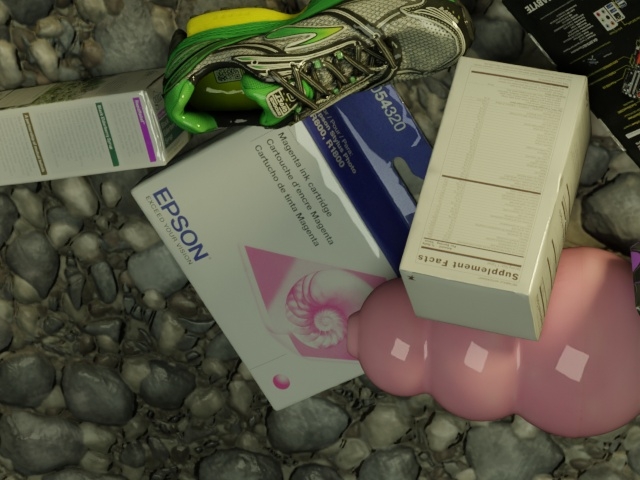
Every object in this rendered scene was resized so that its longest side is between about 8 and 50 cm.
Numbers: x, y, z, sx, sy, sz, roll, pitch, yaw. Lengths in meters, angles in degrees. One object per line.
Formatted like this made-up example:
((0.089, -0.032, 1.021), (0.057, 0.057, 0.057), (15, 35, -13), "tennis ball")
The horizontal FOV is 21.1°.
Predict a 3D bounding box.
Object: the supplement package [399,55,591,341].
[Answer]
((0.181, -0.042, 1.745), (0.139, 0.244, 0.134), (12, 159, 16), "supplement package")

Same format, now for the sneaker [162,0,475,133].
((-0.003, -0.176, 1.792), (0.343, 0.146, 0.134), (-13, 129, 18), "sneaker")

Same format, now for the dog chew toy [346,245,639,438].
((0.194, 0.106, 1.854), (0.332, 0.206, 0.206), (2, 115, 6), "dog chew toy")

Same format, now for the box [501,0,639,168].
((0.356, -0.211, 1.661), (0.257, 0.079, 0.322), (48, 150, -9), "box")

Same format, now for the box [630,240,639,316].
((0.456, 0.042, 1.683), (0.270, 0.165, 0.143), (-24, 108, 17), "box")

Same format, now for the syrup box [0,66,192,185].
((-0.276, -0.130, 1.976), (0.237, 0.093, 0.096), (-5, 112, 20), "syrup box")

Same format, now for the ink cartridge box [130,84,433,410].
((0.000, 0.000, 1.964), (0.330, 0.071, 0.324), (-27, 103, 28), "ink cartridge box")
